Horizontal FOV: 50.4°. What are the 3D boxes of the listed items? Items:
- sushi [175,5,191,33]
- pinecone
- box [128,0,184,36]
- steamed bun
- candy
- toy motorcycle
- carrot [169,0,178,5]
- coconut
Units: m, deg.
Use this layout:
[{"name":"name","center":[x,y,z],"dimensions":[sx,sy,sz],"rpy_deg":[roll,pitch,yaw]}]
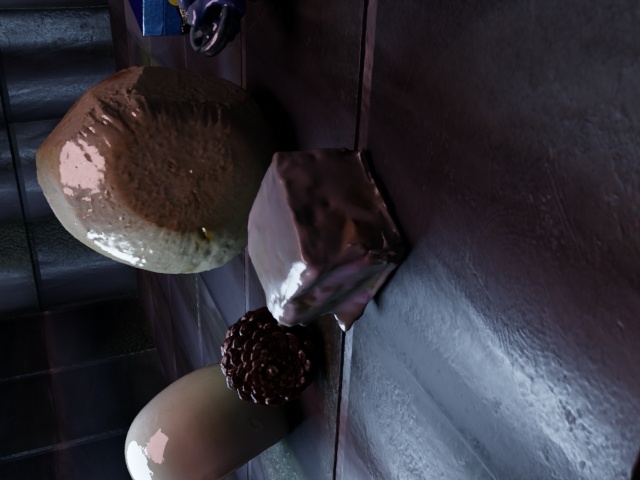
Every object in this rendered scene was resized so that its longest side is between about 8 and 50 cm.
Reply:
[{"name":"sushi","center":[-0.273,-0.494,1.456],"dimensions":[0.083,0.056,0.084],"rpy_deg":[-20,79,61]},{"name":"pinecone","center":[-0.088,0.187,1.143],"dimensions":[0.165,0.163,0.162],"rpy_deg":[-144,47,-79]},{"name":"box","center":[-0.408,-0.683,1.647],"dimensions":[0.278,0.116,0.261],"rpy_deg":[104,150,-42]},{"name":"steamed bun","center":[-0.223,0.359,1.311],"dimensions":[0.206,0.324,0.324],"rpy_deg":[57,153,13]},{"name":"candy","center":[0.000,0.000,0.847],"dimensions":[0.195,0.137,0.184],"rpy_deg":[119,137,-55]},{"name":"toy motorcycle","center":[-0.158,-0.445,0.997],"dimensions":[0.241,0.182,0.319],"rpy_deg":[108,148,-50]},{"name":"carrot","center":[-0.298,-0.614,1.387],"dimensions":[0.114,0.114,0.301],"rpy_deg":[120,139,-59]},{"name":"coconut","center":[-0.274,-0.122,1.161],"dimensions":[0.415,0.416,0.344],"rpy_deg":[17,93,67]}]
